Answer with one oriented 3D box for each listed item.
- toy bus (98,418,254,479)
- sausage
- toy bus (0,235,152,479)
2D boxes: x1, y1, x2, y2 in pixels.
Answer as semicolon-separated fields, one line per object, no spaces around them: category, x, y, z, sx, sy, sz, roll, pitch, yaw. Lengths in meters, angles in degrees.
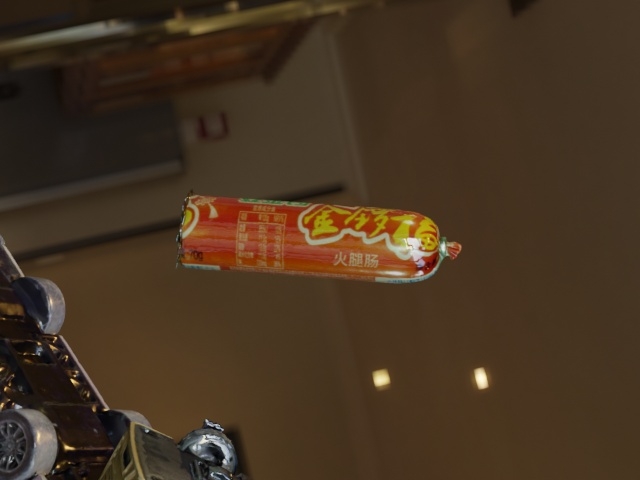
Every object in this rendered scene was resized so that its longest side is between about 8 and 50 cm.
toy bus;-0.052;0.327;1.658;0.202;0.365;0.177;-58;-165;7
sausage;0.000;0.000;1.679;0.083;0.264;0.083;4;90;-84
toy bus;-0.393;0.190;2.033;0.440;0.249;0.209;53;22;24
